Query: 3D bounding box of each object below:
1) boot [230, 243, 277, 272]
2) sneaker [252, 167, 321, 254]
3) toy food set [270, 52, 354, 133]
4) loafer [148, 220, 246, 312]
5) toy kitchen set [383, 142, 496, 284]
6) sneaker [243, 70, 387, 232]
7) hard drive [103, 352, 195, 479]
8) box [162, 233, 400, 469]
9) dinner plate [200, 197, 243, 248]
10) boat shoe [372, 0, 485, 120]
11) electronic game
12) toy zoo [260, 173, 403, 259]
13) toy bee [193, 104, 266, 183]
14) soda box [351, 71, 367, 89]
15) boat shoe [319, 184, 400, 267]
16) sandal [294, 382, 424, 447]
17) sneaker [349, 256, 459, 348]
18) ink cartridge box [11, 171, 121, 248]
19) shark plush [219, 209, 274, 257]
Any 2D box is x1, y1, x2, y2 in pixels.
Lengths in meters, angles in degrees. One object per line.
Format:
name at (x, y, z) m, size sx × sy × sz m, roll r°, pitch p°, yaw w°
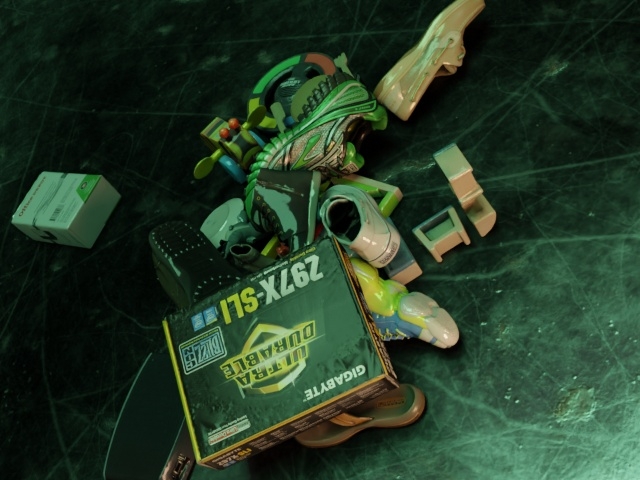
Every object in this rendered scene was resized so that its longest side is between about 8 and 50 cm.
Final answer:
boot at (-0.104, 0.039, 1.524) m, size 0.118 × 0.087 × 0.042 m, roll 1°, pitch 59°, yaw 34°
sneaker at (-0.068, -0.021, 1.505) m, size 0.118 × 0.083 × 0.222 m, roll 6°, pitch 71°, yaw 1°
toy food set at (-0.006, -0.287, 1.740) m, size 0.192 × 0.038 × 0.132 m, roll -34°, pitch 43°, yaw 15°
loafer at (-0.199, 0.114, 1.566) m, size 0.133 × 0.130 × 0.366 m, roll -17°, pitch 48°, yaw -26°
toy kitchen set at (0.163, -0.055, 1.419) m, size 0.207 × 0.166 × 0.122 m, roll -32°, pitch 45°, yaw 6°
sneaker at (-0.013, -0.152, 1.589) m, size 0.146 × 0.134 × 0.343 m, roll 38°, pitch 89°, yaw 25°
hard drive at (-0.277, 0.310, 1.484) m, size 0.172 × 0.054 × 0.255 m, roll -3°, pitch 55°, yaw 30°
box at (-0.070, 0.172, 1.328) m, size 0.322 × 0.079 × 0.257 m, roll -26°, pitch 58°, yaw 11°
dinner plate at (-0.208, -0.031, 1.709) m, size 0.141 × 0.017 × 0.141 m, roll -36°, pitch 30°, yaw 25°
boat shoe at (0.233, -0.365, 1.679) m, size 0.098 × 0.109 × 0.302 m, roll 42°, pitch 80°, yaw 5°
electronic game at (-0.059, -0.323, 1.854) m, size 0.229 × 0.048 × 0.229 m, roll -17°, pitch 48°, yaw 20°
toy zoo at (0.000, 0.000, 1.573) m, size 0.192 × 0.030 × 0.293 m, roll 22°, pitch 69°, yaw 42°
toy bee at (-0.164, -0.204, 1.747) m, size 0.298 × 0.162 × 0.195 m, roll 10°, pitch 60°, yaw 37°
soda box at (0.049, -0.262, 1.734) m, size 0.060 × 0.053 × 0.169 m, roll -8°, pitch 52°, yaw 27°
boat shoe at (0.043, -0.040, 1.455) m, size 0.096 × 0.088 × 0.267 m, roll -53°, pitch 30°, yaw 13°
sandal at (0.051, 0.261, 1.314) m, size 0.219 × 0.060 × 0.090 m, roll -14°, pitch 50°, yaw 23°
sneaker at (0.110, 0.131, 1.381) m, size 0.240 × 0.091 × 0.126 m, roll 36°, pitch 109°, yaw 33°
ink cartridge box at (-0.586, -0.073, 1.958) m, size 0.208 × 0.087 × 0.153 m, roll 7°, pitch 60°, yaw 35°
shark plush at (-0.144, -0.011, 1.607) m, size 0.067 × 0.161 × 0.073 m, roll 12°, pitch 103°, yaw 19°
